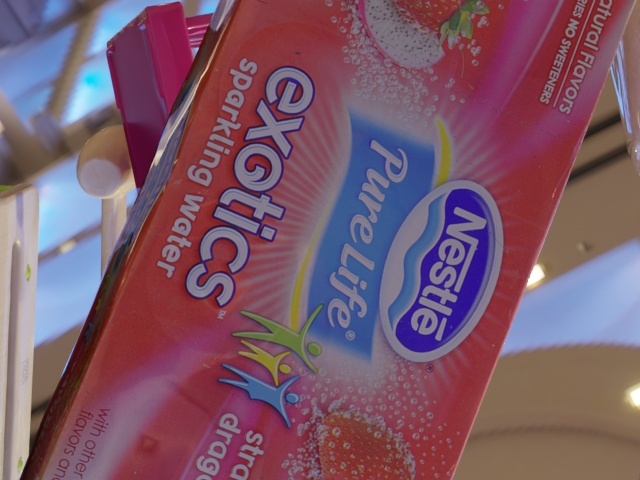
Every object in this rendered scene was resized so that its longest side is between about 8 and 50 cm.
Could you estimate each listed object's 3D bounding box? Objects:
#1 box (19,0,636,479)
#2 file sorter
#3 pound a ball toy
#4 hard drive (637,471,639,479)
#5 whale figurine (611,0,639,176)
[{"bbox_3d":[0.000,0.000,0.674,0.142,0.154,0.300,168,-54,-78],"label":"box"},{"bbox_3d":[-0.011,-0.043,0.961,0.182,0.202,0.291,-12,-174,-11],"label":"file sorter"},{"bbox_3d":[-0.238,0.074,1.119,0.208,0.319,0.136,6,-169,7],"label":"pound a ball toy"},{"bbox_3d":[0.357,0.199,1.160,0.308,0.203,0.040,9,-165,-28],"label":"hard drive"},{"bbox_3d":[0.259,-0.097,1.021,0.141,0.272,0.216,-10,-126,8],"label":"whale figurine"}]
